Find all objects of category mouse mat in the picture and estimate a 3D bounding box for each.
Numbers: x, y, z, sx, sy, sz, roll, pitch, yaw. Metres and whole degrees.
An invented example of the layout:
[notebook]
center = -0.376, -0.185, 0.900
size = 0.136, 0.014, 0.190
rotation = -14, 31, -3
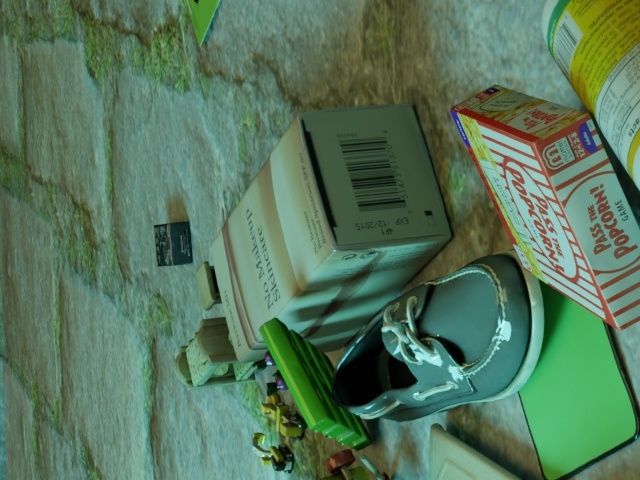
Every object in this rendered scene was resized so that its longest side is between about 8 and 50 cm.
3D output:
[mouse mat]
center = 0.195, 0.093, 1.150
size = 0.152, 0.007, 0.189
rotation = 130, 129, -58

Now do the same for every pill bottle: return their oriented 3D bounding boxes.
[pill bottle]
center = 0.233, -0.092, 0.890
size = 0.117, 0.118, 0.208
rotation = 110, 146, -44

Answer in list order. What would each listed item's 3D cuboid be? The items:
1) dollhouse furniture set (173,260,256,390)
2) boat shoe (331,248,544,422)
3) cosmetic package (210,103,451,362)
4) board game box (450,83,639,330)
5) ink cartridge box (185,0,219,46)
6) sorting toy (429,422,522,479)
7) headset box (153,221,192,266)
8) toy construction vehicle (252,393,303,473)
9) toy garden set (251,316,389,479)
[dollhouse furniture set]
center = -0.119, 0.078, 1.735
size = 0.182, 0.101, 0.161
rotation = 131, 130, -58
[boat shoe]
center = 0.097, 0.096, 1.244
size = 0.319, 0.099, 0.116
rotation = 132, 130, -63
[cosmetic package]
center = 0.000, 0.000, 1.419
size = 0.296, 0.129, 0.153
rotation = 127, 132, -57
[board game box]
center = 0.167, -0.030, 1.008
size = 0.146, 0.045, 0.193
rotation = 63, 175, -15
[ink cartridge box]
center = -0.183, -0.395, 1.792
size = 0.255, 0.097, 0.188
rotation = 119, 139, -50
[sorting toy]
center = 0.148, 0.284, 1.264
size = 0.208, 0.038, 0.193
rotation = -149, 57, -67
[headset box]
center = -0.210, 0.005, 2.010
size = 0.083, 0.032, 0.062
rotation = 174, 91, -65
[toy construction vehicle]
center = -0.056, 0.234, 1.706
size = 0.098, 0.035, 0.086
rotation = -135, 46, -56
[toy garden set]
center = 0.008, 0.194, 1.382
size = 0.203, 0.049, 0.244
rotation = 62, -176, 18
